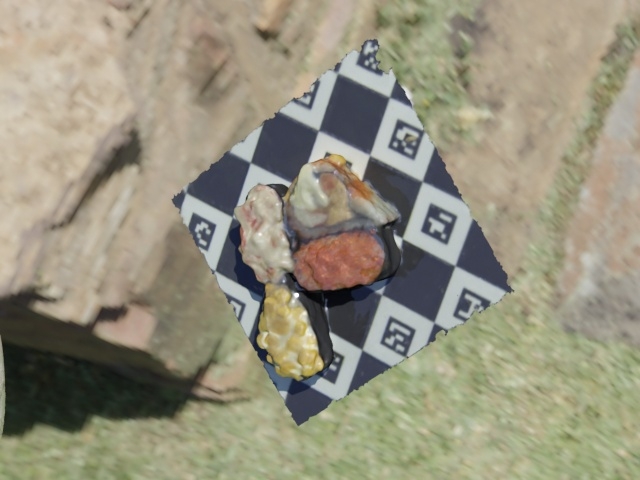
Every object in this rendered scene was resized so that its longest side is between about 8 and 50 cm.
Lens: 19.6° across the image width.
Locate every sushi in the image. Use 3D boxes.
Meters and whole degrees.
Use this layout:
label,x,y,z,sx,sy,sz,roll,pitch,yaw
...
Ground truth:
label,x,y,z,sx,sy,sz,roll,pitch,yaw
sushi,0.000,0.000,0.763,0.126,0.026,0.120,-35,78,29

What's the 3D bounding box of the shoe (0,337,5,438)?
label,x,y,z,sx,sy,sz,roll,pitch,yaw
shoe,-0.278,0.034,1.192,0.132,0.210,0.342,-15,78,-7
